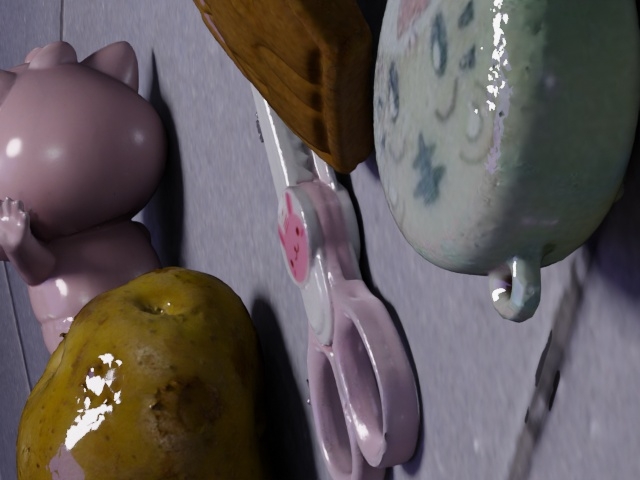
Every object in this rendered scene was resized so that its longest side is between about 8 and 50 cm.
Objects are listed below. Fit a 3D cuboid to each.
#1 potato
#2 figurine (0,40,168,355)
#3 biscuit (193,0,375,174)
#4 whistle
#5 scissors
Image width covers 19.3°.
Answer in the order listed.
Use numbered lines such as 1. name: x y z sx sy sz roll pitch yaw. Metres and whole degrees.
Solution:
1. potato: -0.092 0.200 1.120 0.195 0.176 0.369 7 109 46
2. figurine: -0.185 0.004 1.361 0.186 0.176 0.287 -7 105 50
3. biscuit: -0.048 -0.134 0.851 0.215 0.034 0.182 53 169 19
4. whistle: 0.056 -0.097 0.628 0.126 0.067 0.258 135 131 -62
5. scissors: 0.000 0.000 0.924 0.118 0.030 0.242 126 134 -66
